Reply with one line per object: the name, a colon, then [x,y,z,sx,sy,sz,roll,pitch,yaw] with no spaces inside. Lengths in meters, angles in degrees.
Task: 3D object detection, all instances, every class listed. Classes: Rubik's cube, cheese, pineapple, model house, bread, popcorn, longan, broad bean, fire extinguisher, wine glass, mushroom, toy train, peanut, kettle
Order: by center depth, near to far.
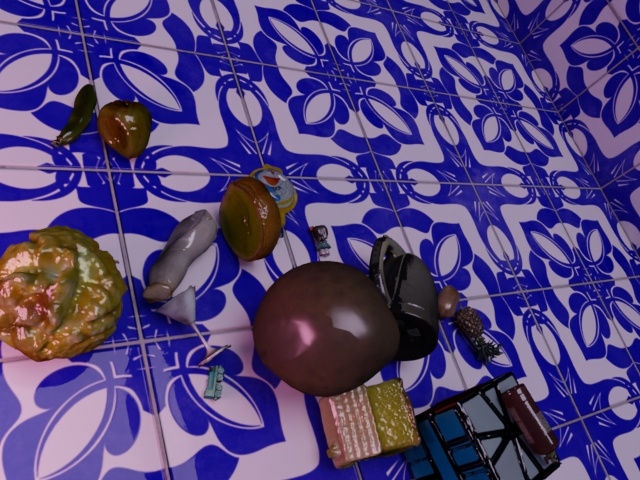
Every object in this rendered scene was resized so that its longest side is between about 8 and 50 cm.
popcorn: [-0.558,0.124,1.253,0.282,0.282,0.247,37,35,-8]
wine glass: [-0.312,0.217,1.458,0.122,0.122,0.183,-31,83,-43]
toy train: [-0.264,0.354,1.459,0.045,0.029,0.092,9,52,-11]
longan: [0.014,0.220,1.491,0.405,0.405,0.336,2,91,-33]
fire extinguisher: [0.564,0.488,1.531,0.231,0.071,0.099,60,18,10]
model house: [0.113,0.477,1.533,0.234,0.175,0.193,3,60,-36]
mushroom: [-0.366,0.034,1.546,0.351,0.109,0.097,-65,144,-44]
Rubik's cube: [0.424,0.567,1.613,0.294,0.283,0.288,-10,69,-38]
broad bean: [-0.668,-0.348,1.626,0.065,0.046,0.254,16,54,-10]
bread: [-0.200,-0.058,1.632,0.070,0.236,0.236,-18,73,-40]
kettle: [0.229,0.145,1.777,0.321,0.228,0.324,54,31,-30]
cheese: [-0.149,-0.126,1.818,0.177,0.069,0.270,17,53,-25]
pineapple: [0.533,0.311,1.990,0.103,0.083,0.221,-24,79,-41]
peanut: [0.431,0.209,1.996,0.076,0.076,0.152,41,49,-5]

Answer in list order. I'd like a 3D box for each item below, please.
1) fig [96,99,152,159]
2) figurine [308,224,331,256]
fig: [-0.542,-0.312,1.636,0.154,0.144,0.165,19,51,-72]
figurine: [0.000,0.000,1.859,0.060,0.047,0.105,-12,73,0]
